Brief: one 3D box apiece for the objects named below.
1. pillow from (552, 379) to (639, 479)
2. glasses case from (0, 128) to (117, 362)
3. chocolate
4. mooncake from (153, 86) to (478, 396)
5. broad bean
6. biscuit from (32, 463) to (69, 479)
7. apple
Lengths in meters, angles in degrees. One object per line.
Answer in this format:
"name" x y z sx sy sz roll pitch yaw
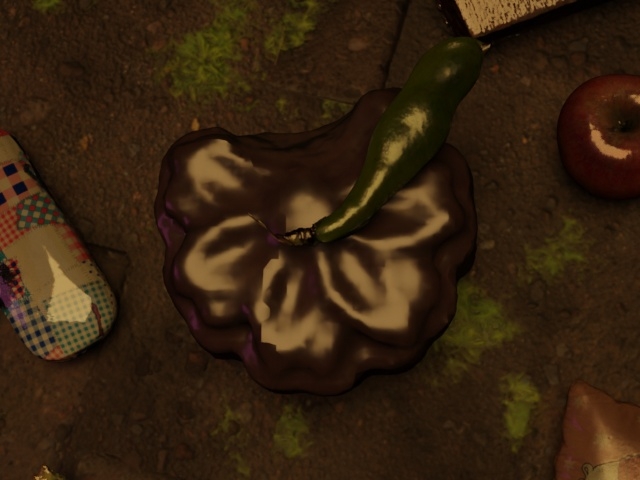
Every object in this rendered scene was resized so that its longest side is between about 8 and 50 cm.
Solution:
"pillow" 0.353 0.295 1.199 0.223 0.084 0.236 16 79 9
"glasses case" -0.369 0.001 1.354 0.125 0.076 0.327 -35 75 -2
"chocolate" 0.310 -0.340 1.367 0.321 0.112 0.112 -21 82 -1
"mooncake" 0.000 0.000 1.260 0.381 0.212 0.350 -22 80 2
"broad bean" 0.072 -0.104 1.147 0.318 0.056 0.098 -42 78 -9
"biscuit" -0.322 0.378 1.253 0.144 0.016 0.203 38 83 -10
"apple" 0.356 -0.121 1.294 0.153 0.120 0.153 0 72 0
